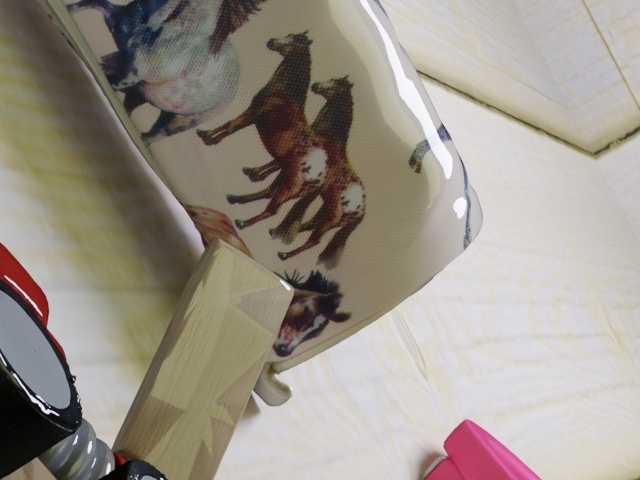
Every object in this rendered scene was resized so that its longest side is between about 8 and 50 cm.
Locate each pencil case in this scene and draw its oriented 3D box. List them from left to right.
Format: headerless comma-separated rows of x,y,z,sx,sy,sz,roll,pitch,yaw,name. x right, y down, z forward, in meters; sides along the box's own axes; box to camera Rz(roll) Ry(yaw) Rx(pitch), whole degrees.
-0.066,-0.118,0.916,0.410,0.183,0.160,60,-6,-8,pencil case

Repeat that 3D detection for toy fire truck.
-0.090,0.068,0.602,0.217,0.158,0.246,54,6,-22,toy fire truck

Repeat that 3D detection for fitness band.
0.174,0.230,1.125,0.209,0.054,0.291,42,5,-33,fitness band
